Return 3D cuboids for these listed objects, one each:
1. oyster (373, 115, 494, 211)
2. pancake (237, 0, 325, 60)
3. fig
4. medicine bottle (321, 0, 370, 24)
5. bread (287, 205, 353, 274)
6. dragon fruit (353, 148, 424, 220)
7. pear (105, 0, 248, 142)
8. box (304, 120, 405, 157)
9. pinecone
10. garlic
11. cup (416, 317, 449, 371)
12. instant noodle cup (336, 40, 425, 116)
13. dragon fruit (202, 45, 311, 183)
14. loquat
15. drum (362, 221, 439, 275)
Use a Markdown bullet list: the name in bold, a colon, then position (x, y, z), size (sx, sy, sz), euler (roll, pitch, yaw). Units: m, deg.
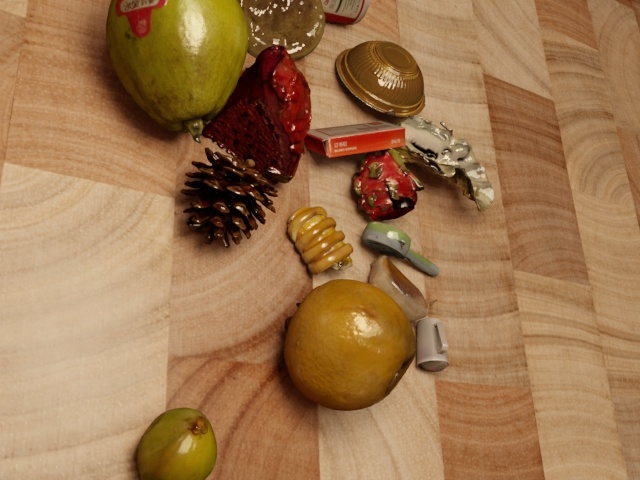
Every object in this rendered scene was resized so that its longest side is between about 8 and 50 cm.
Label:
- **oyster**: position (0.303, -0.211, 1.834), size (0.351, 0.115, 0.238), euler (14, 40, -15)
- **pancake**: position (-0.099, -0.547, 1.701), size (0.241, 0.050, 0.242), euler (-5, 105, -20)
- **fig**: position (-0.251, 0.369, 1.224), size (0.136, 0.120, 0.153), euler (6, 90, -38)
- **medicine bottle**: position (0.001, -0.649, 1.829), size (0.250, 0.131, 0.131), euler (0, 70, -35)
- **bread**: position (0.000, 0.000, 1.577), size (0.119, 0.084, 0.177), euler (-30, 84, -40)
- **dragon fruit**: position (0.163, -0.141, 1.704), size (0.166, 0.160, 0.172), euler (-15, 76, 5)
- **pear**: position (-0.287, -0.378, 1.420), size (0.287, 0.287, 0.375), euler (-8, 84, -36)
- **box**: position (0.081, -0.248, 1.691), size (0.229, 0.123, 0.050), euler (-11, 111, -25)
- **pinecone**: position (-0.193, -0.083, 1.421), size (0.207, 0.207, 0.208), euler (14, 63, -29)
- **garlic**: position (0.200, 0.127, 1.657), size (0.198, 0.090, 0.128), euler (35, 42, -12)
- **cup**: position (0.268, 0.242, 1.640), size (0.074, 0.104, 0.116), euler (9, 61, -15)
- **instant noodle cup**: position (0.182, -0.453, 1.849), size (0.274, 0.091, 0.274), euler (16, 47, -18)
- **dragon fruit**: position (-0.126, -0.274, 1.501), size (0.240, 0.330, 0.302), euler (-28, 89, -17)
- **loquat**: position (0.050, 0.208, 1.419), size (0.274, 0.275, 0.275), euler (14, 63, -29)
- **drum**: position (0.191, 0.025, 1.713), size (0.253, 0.130, 0.049), euler (37, 74, -51)
